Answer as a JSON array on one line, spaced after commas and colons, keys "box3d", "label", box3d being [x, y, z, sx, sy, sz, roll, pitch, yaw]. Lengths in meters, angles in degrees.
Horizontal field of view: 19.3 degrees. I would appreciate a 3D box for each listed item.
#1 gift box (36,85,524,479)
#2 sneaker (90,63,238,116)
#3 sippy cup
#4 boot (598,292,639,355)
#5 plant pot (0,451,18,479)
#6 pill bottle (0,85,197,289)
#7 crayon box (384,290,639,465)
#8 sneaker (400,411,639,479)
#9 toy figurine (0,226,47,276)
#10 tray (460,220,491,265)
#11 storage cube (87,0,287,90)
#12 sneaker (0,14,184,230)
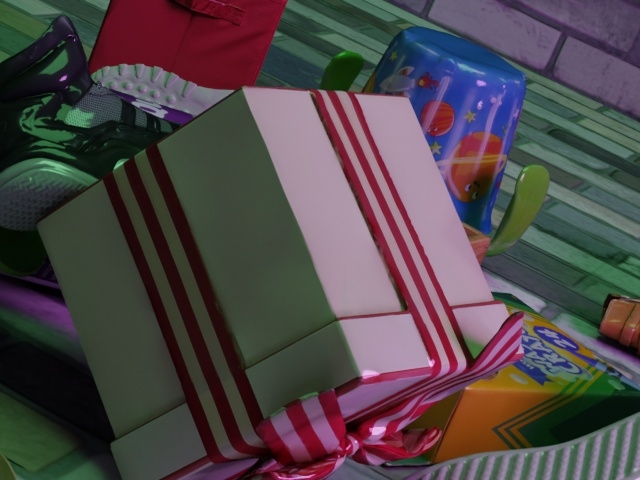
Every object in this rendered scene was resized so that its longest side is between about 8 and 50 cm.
[{"box3d": [-0.017, 0.044, 1.361, 0.255, 0.276, 0.258, -7, 71, -51], "label": "gift box"}, {"box3d": [-0.143, -0.122, 2.014, 0.235, 0.090, 0.095, 14, -17, 2], "label": "sneaker"}, {"box3d": [0.129, -0.125, 2.235, 0.305, 0.224, 0.240, 23, 16, 4], "label": "sippy cup"}, {"box3d": [0.385, 0.117, 2.099, 0.152, 0.073, 0.197, 21, 9, 1], "label": "boot"}, {"box3d": [-0.305, 0.142, 1.180, 0.236, 0.032, 0.236, 22, 17, -7], "label": "plant pot"}, {"box3d": [-0.201, -0.044, 1.626, 0.323, 0.181, 0.181, 17, 18, -20], "label": "pill bottle"}, {"box3d": [0.125, 0.119, 1.719, 0.323, 0.083, 0.203, 5, 24, -44], "label": "crayon box"}, {"box3d": [0.191, 0.224, 1.444, 0.321, 0.127, 0.126, -12, 23, -20], "label": "sneaker"}, {"box3d": [-0.319, -0.035, 1.472, 0.159, 0.173, 0.130, -17, 3, 19], "label": "toy figurine"}, {"box3d": [0.000, 0.000, 1.945, 0.203, 0.076, 0.411, 30, 17, 23], "label": "tray"}, {"box3d": [-0.153, -0.230, 2.138, 0.184, 0.193, 0.215, 21, 15, -5], "label": "storage cube"}, {"box3d": [-0.166, -0.096, 1.472, 0.268, 0.101, 0.153, -8, 71, -50], "label": "sneaker"}]
